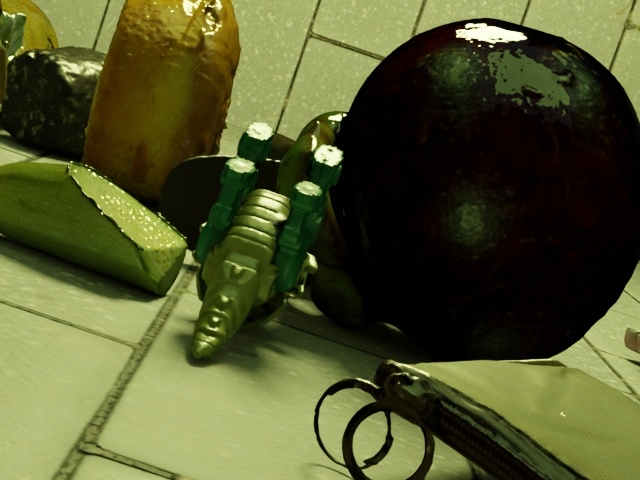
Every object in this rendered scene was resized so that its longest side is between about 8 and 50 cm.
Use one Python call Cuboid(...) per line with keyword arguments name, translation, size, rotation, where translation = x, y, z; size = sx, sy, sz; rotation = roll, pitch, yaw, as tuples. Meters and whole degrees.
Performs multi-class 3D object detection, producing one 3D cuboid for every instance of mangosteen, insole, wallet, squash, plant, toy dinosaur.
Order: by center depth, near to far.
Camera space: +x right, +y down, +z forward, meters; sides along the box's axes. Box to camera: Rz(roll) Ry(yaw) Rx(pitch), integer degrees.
Cuboid(name="wallet", translation=(0.187, 0.152, 0.898), size=(0.335, 0.068, 0.275), rotation=(28, 13, 21))
Cuboid(name="toy dinosaur", translation=(-0.051, 0.009, 1.100), size=(0.094, 0.153, 0.259), rotation=(18, 16, 3))
Cuboid(name="squash", translation=(-0.201, -0.025, 1.180), size=(0.200, 0.075, 0.090), rotation=(18, 32, 5))
Cuboid(name="mangosteen", translation=(0.128, -0.042, 1.315), size=(0.330, 0.330, 0.330), rotation=(19, 7, -2))
Cuboid(name="insole", translation=(0.000, 0.000, 1.424), size=(0.328, 0.111, 0.007), rotation=(21, -3, -26))
Cuboid(name="plant", translation=(-0.288, -0.164, 1.859), size=(0.129, 0.132, 0.194), rotation=(27, 15, 32))

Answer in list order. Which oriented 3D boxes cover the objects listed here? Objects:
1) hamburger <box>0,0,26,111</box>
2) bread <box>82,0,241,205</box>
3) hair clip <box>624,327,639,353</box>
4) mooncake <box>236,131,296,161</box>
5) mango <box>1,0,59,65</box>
Cuboid(name="hamburger", translation=(-0.378, -0.141, 1.239), size=(0.288, 0.192, 0.168), rotation=(-10, 9, -16))
Cuboid(name="bread", translation=(-0.165, -0.160, 1.661), size=(0.146, 0.268, 0.268), rotation=(14, 7, -4))
Cuboid(name="hair clip", translation=(0.464, 0.144, 1.729), size=(0.257, 0.075, 0.146), rotation=(11, 6, -10))
Cuboid(name="mooncake", translation=(0.009, -0.021, 1.556), size=(0.228, 0.124, 0.228), rotation=(21, 2, -1))
Cuboid(name="mango", translation=(-0.423, -0.243, 1.984), size=(0.177, 0.175, 0.329), rotation=(-16, 20, -14))
